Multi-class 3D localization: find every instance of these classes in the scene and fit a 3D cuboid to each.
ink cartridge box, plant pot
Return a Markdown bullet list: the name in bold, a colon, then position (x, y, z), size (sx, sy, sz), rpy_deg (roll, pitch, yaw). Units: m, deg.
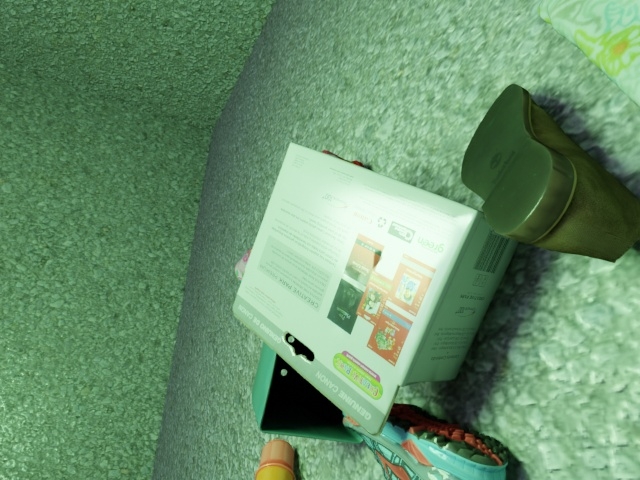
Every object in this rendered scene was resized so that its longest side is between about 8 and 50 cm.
- **ink cartridge box**: position (0.049, 0.046, 0.622), size (0.310, 0.130, 0.271), rpy_deg (30, 102, 42)
- **plant pot**: position (-0.028, 0.219, 0.811), size (0.234, 0.166, 0.165), rpy_deg (168, 114, -73)

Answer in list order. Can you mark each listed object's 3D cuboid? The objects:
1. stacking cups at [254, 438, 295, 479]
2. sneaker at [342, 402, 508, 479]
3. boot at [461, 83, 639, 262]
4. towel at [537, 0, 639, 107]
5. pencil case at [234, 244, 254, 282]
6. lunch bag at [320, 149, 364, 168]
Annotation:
- **stacking cups**: position (-0.092, 0.480, 0.782), size (0.316, 0.096, 0.095), rpy_deg (-91, 23, -68)
- **sneaker**: position (0.097, 0.269, 0.561), size (0.262, 0.104, 0.125), rpy_deg (-9, 70, 65)
- **boot**: position (0.230, -0.076, 0.495), size (0.305, 0.115, 0.112), rpy_deg (-77, 10, -56)
- **towel**: position (0.346, -0.236, 0.327), size (0.320, 0.090, 0.374), rpy_deg (-54, 31, 38)
- **pencil case**: position (-0.115, 0.034, 1.160), size (0.284, 0.124, 0.124), rpy_deg (-46, 36, 49)
- **lunch bag**: position (0.000, 0.000, 0.913), size (0.258, 0.120, 0.292), rpy_deg (-52, 33, 43)
